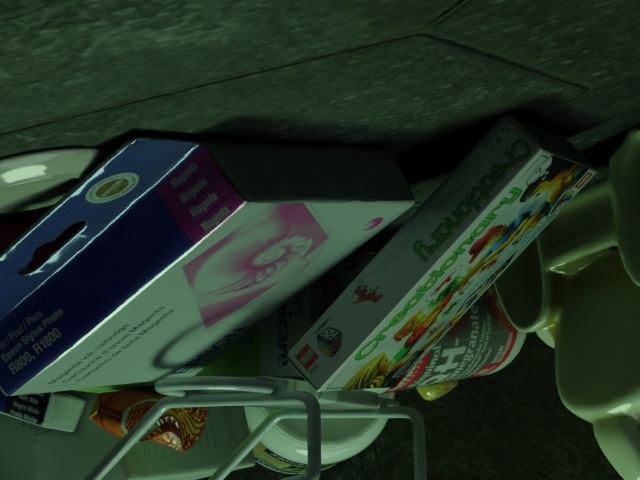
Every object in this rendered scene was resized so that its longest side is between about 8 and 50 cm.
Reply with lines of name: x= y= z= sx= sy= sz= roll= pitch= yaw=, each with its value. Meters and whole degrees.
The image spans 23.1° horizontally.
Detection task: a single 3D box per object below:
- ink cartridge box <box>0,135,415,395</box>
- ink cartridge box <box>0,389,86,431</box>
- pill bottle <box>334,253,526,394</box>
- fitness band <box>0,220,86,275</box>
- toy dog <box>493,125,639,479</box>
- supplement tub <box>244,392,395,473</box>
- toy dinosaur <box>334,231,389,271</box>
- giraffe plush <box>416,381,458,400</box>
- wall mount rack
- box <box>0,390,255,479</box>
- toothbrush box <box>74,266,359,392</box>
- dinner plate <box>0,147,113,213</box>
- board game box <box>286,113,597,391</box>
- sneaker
ink cartridge box: x=-0.130 y=0.030 z=1.338 sx=0.324 sy=0.071 sz=0.330 roll=-38 pitch=160 yaw=32
ink cartridge box: x=-0.367 y=0.140 z=1.602 sx=0.223 sy=0.045 sz=0.224 roll=18 pitch=171 yaw=6
pill bottle: x=0.087 y=0.093 z=1.878 sx=0.318 sy=0.176 sz=0.176 roll=-5 pitch=167 yaw=-42
fitness band: x=-0.278 y=0.035 z=1.426 sx=0.209 sy=0.054 sz=0.291 roll=-21 pitch=167 yaw=36
toy dog: x=0.443 y=0.070 z=1.691 sx=0.408 sy=0.395 sz=0.284 roll=4 pitch=152 yaw=-35
supplement tub: x=-0.017 y=0.218 z=2.279 sx=0.228 sy=0.228 sz=0.316 roll=-12 pitch=170 yaw=-10
toy dinosaur: x=0.000 y=0.000 z=1.599 sx=0.118 sy=0.064 sz=0.268 roll=-11 pitch=169 yaw=23
giraffe plush: x=0.174 y=0.093 z=2.149 sx=0.170 sy=0.181 sz=0.210 roll=-32 pitch=127 yaw=31
wall mount rack: x=-0.077 y=0.209 z=1.557 sx=0.304 sy=0.130 sz=0.350 roll=-7 pitch=167 yaw=32
box: x=-0.239 y=0.193 z=1.881 sx=0.168 sy=0.215 sz=0.345 roll=-17 pitch=169 yaw=20
toothbrush box: x=-0.092 y=0.100 z=1.655 sx=0.283 sy=0.122 sz=0.206 roll=-4 pitch=170 yaw=25
dinner plate: x=-0.221 y=-0.041 z=1.190 sx=0.141 sy=0.017 sz=0.141 roll=-13 pitch=171 yaw=-2
board game box: x=0.119 y=0.019 z=1.481 sx=0.305 sy=0.053 sz=0.193 roll=-49 pitch=159 yaw=15
sneaker: x=-0.172 y=0.177 z=1.616 sx=0.067 sy=0.064 sz=0.175 roll=19 pitch=175 yaw=28
